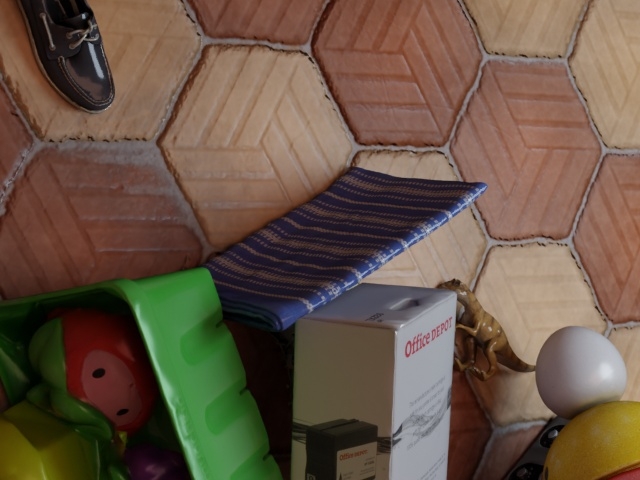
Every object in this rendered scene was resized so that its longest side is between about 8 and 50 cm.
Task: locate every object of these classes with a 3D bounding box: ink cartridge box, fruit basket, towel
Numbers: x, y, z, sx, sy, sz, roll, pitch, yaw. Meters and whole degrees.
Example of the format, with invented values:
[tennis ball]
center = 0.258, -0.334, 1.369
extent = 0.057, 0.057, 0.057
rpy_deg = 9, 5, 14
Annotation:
[ink cartridge box]
center = 0.062, 0.218, 1.654
extent = 0.223, 0.129, 0.308
rpy_deg = -22, 116, -66
[fruit basket]
center = -0.254, 0.233, 1.511
extent = 0.392, 0.283, 0.392
rpy_deg = 14, 72, -47
[towel]
center = 0.000, 0.000, 1.676
extent = 0.336, 0.243, 0.040
rpy_deg = -33, 114, -30

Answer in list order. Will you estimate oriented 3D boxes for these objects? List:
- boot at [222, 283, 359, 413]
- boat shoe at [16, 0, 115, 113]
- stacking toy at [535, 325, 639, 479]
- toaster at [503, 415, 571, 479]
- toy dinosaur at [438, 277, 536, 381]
[boot]
center = -0.036, 0.132, 1.744
extent = 0.213, 0.077, 0.165
rpy_deg = -4, 91, -39
[boat shoe]
center = -0.285, -0.237, 1.606
extent = 0.075, 0.065, 0.206
rpy_deg = -33, 105, -29
[stacking toy]
center = 0.390, 0.327, 1.797
extent = 0.350, 0.350, 0.480
rpy_deg = 1, 56, -33
[toaster]
center = 0.353, 0.358, 1.965
extent = 0.168, 0.110, 0.186
rpy_deg = -44, 111, -25
[toy dinosaur]
center = 0.232, 0.141, 1.924
extent = 0.211, 0.064, 0.112
rpy_deg = 49, 63, -22
